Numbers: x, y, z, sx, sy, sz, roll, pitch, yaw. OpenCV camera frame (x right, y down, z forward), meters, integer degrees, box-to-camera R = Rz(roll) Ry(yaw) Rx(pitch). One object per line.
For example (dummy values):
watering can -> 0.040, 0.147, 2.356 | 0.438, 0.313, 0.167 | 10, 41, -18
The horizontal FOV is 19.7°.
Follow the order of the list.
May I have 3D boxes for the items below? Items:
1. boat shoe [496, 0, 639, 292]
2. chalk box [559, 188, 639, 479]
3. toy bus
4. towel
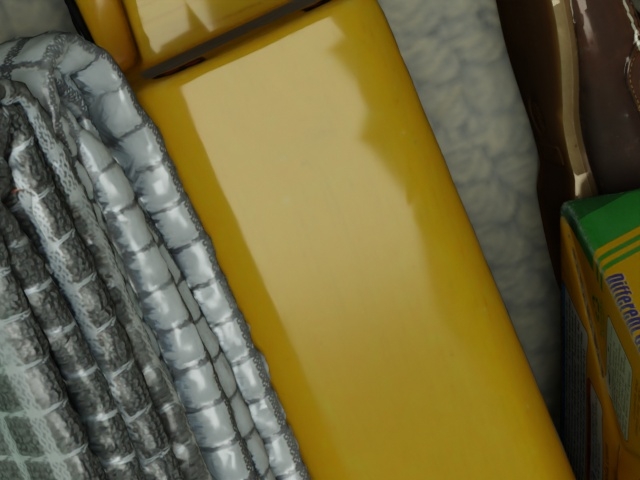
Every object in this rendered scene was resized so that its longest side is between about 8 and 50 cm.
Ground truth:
boat shoe -> 0.126, -0.066, 0.812 | 0.073, 0.073, 0.207 | -18, 112, -9
chalk box -> 0.259, 0.077, 0.761 | 0.289, 0.179, 0.180 | -9, 128, -6
toy bus -> 0.000, 0.000, 0.766 | 0.108, 0.130, 0.333 | -25, 106, -6
towel -> -0.146, 0.080, 0.710 | 0.235, 0.121, 0.284 | -12, 109, 29
